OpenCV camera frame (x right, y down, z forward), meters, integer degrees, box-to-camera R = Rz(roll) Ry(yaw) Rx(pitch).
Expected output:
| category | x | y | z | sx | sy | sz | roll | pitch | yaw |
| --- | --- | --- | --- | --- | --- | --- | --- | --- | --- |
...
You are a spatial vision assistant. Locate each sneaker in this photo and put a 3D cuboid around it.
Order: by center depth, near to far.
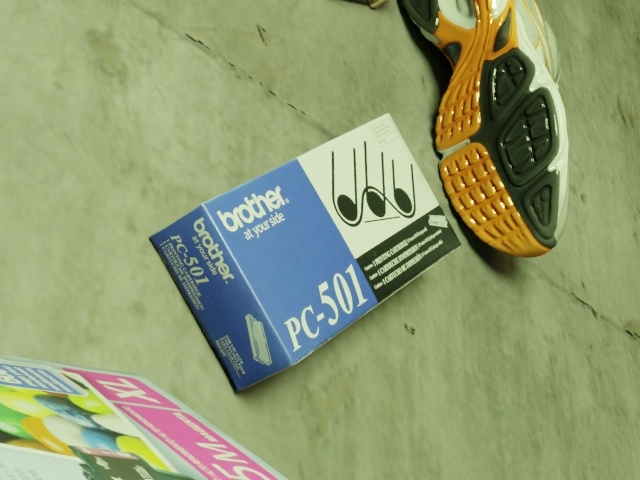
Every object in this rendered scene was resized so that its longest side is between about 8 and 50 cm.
| category | x | y | z | sx | sy | sz | roll | pitch | yaw |
| --- | --- | --- | --- | --- | --- | --- | --- | --- | --- |
| sneaker | 0.143 | -0.108 | 0.994 | 0.121 | 0.099 | 0.263 | 17 | 56 | -50 |

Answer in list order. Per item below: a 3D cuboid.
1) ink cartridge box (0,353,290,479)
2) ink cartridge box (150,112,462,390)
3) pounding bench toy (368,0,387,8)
| category | x | y | z | sx | sy | sz | roll | pitch | yaw |
| --- | --- | --- | --- | --- | --- | --- | --- | --- | --- |
| ink cartridge box | -0.137 | 0.087 | 0.460 | 0.311 | 0.185 | 0.065 | 12 | 101 | -45 |
| ink cartridge box | 0.000 | 0.000 | 0.788 | 0.207 | 0.046 | 0.097 | -31 | 92 | -54 |
| pounding bench toy | 0.029 | -0.213 | 0.954 | 0.065 | 0.052 | 0.083 | 0 | 68 | -51 |
